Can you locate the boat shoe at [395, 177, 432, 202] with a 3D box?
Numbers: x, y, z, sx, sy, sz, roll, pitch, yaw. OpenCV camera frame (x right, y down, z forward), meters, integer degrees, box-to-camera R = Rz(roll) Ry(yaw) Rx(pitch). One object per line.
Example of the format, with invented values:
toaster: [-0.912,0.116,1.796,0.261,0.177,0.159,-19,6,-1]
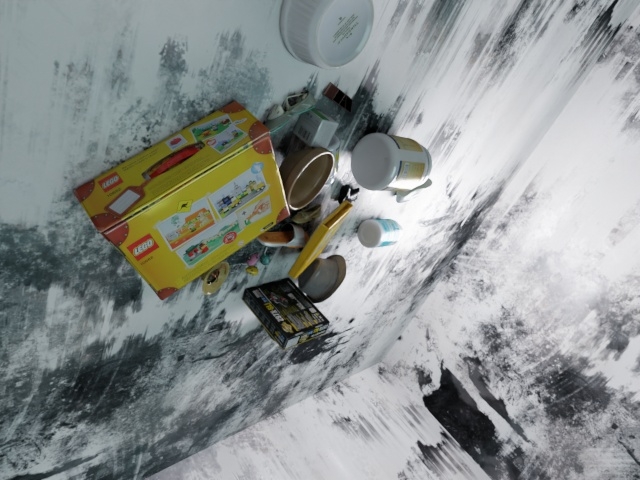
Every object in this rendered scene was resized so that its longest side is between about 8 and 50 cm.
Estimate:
boat shoe: [0.480,-0.259,2.272,0.228,0.079,0.081,-26,154,-21]

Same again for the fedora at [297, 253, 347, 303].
fedora: [-0.013,0.165,2.074,0.124,0.243,0.275,27,128,-29]

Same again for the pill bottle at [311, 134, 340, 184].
pill bottle: [0.017,-0.297,1.617,0.103,0.103,0.184,-30,147,-24]

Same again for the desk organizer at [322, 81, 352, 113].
desk organizer: [0.069,-0.486,1.500,0.047,0.050,0.130,-54,149,16]

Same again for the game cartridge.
game cartridge: [0.000,0.000,1.875,0.323,0.053,0.285,-58,172,34]

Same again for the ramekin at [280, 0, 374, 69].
ramekin: [0.030,-0.611,1.223,0.273,0.127,0.272,-31,147,-23]

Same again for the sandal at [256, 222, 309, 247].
sandal: [-0.133,-0.025,1.769,0.265,0.102,0.076,-5,134,-46]

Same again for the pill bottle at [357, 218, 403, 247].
pill bottle: [0.321,-0.040,2.265,0.264,0.146,0.146,-6,133,-48]

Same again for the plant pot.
plant pot: [-0.068,-0.230,1.497,0.237,0.110,0.237,-46,162,-19]

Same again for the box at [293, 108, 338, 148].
box: [-0.016,-0.379,1.476,0.087,0.101,0.101,-4,131,-49]

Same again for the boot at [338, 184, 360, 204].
boot: [0.133,-0.210,1.926,0.099,0.045,0.121,-22,150,-30]

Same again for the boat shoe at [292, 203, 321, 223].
boat shoe: [-0.055,-0.111,1.809,0.153,0.056,0.048,-20,132,-39]

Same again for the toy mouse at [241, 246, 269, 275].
toy mouse: [-0.256,0.088,1.825,0.143,0.031,0.161,-50,150,9]

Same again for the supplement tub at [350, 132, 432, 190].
supplement tub: [0.301,-0.318,1.815,0.316,0.228,0.228,-6,132,-47]

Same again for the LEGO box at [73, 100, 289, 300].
LEGO box: [-0.364,-0.108,1.288,0.500,0.193,0.372,-35,149,-17]

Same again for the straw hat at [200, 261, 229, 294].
straw hat: [-0.415,0.129,1.652,0.144,0.061,0.144,-48,156,-30]

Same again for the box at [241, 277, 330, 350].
box: [-0.153,0.312,1.939,0.257,0.322,0.079,-13,136,-44]

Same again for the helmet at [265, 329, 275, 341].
helmet: [-0.179,0.420,2.201,0.162,0.169,0.169,-33,152,14]

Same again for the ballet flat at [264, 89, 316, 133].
ballet flat: [-0.110,-0.409,1.377,0.213,0.072,0.068,-36,121,-17]
